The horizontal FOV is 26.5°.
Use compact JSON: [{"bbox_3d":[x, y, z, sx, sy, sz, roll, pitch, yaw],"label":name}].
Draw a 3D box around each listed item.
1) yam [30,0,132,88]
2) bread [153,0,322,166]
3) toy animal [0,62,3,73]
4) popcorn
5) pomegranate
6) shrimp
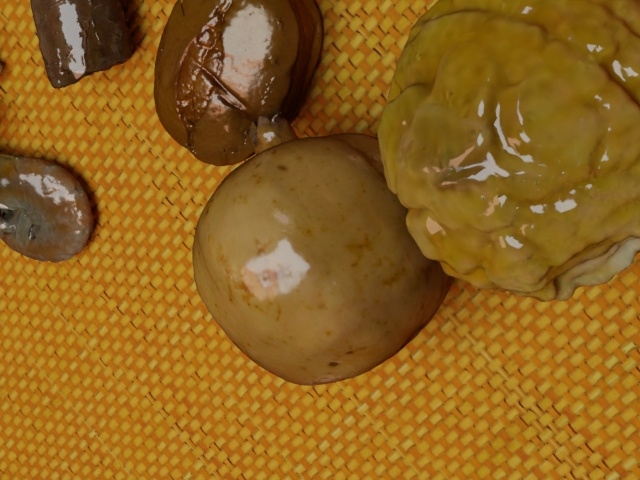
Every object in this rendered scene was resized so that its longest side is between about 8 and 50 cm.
[{"bbox_3d":[-0.335,-0.335,1.860,0.128,0.129,0.238,-11,99,0],"label":"yam"},{"bbox_3d":[-0.109,-0.228,1.758,0.195,0.142,0.270,35,117,16],"label":"bread"},{"bbox_3d":[-0.569,-0.208,2.012,0.178,0.127,0.193,1,77,37],"label":"toy animal"},{"bbox_3d":[0.244,-0.132,1.466,0.344,0.354,0.390,7,111,48],"label":"popcorn"},{"bbox_3d":[0.000,0.000,1.668,0.342,0.342,0.342,9,109,27],"label":"pomegranate"},{"bbox_3d":[-0.480,-0.052,2.063,0.317,0.077,0.168,9,112,24],"label":"shrimp"}]
